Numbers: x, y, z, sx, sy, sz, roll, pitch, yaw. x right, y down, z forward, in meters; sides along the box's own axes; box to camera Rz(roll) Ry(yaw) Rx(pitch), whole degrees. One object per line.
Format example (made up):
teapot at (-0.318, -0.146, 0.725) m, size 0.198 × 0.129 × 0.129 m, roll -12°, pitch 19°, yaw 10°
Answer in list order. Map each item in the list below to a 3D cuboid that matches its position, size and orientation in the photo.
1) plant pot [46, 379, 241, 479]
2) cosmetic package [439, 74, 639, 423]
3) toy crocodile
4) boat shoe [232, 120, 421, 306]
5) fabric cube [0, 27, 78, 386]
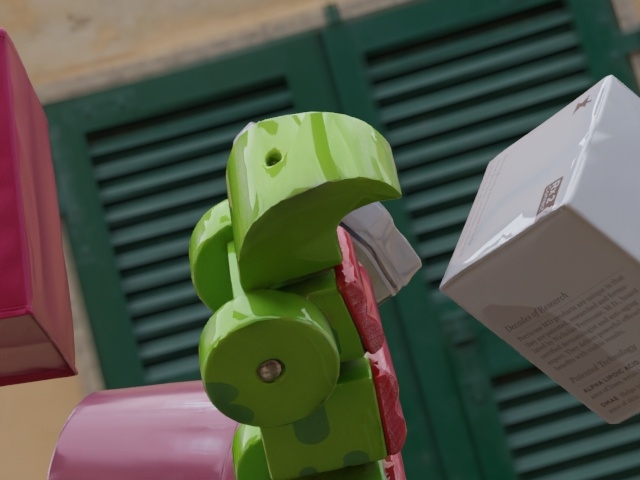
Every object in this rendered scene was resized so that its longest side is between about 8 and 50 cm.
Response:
plant pot at (-0.065, 0.166, 1.237) m, size 0.180 × 0.201 × 0.201 m, roll 6°, pitch -6°, yaw 19°
cosmetic package at (0.219, 0.009, 1.493) m, size 0.151 × 0.183 × 0.151 m, roll -38°, pitch 19°, yaw 45°
toy crocodile at (0.001, 0.087, 0.995) m, size 0.105 × 0.115 × 0.340 m, roll -10°, pitch -57°, yaw -1°
boat shoe at (0.000, 0.000, 1.581) m, size 0.094 × 0.109 × 0.302 m, roll -54°, pitch -29°, yaw -4°
fabric cube at (-0.370, -0.010, 1.762) m, size 0.259 × 0.258 × 0.254 m, roll -8°, pitch -15°, yaw -1°
